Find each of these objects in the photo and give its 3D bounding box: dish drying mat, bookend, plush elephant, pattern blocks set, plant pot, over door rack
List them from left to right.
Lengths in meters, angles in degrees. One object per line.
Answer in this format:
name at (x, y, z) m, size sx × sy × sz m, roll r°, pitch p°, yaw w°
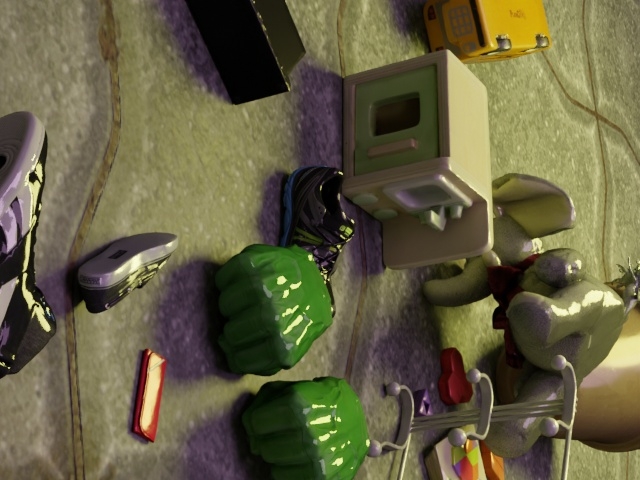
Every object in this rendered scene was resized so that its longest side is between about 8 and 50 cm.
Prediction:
dish drying mat at (-0.159, 0.144, 1.325) m, size 0.032 × 0.008 × 0.083 m, roll 43°, pitch 43°, yaw -49°
bookend at (-0.069, -0.260, 1.584) m, size 0.156 × 0.072 × 0.157 m, roll 66°, pitch 29°, yaw -23°
pattern blocks set at (0.191, 0.334, 1.877) m, size 0.285 × 0.026 × 0.324 m, roll -46°, pitch 120°, yaw -57°
over door rack at (0.171, 0.286, 1.630) m, size 0.108 × 0.240 × 0.324 m, roll 51°, pitch 37°, yaw -44°
plush elephant at (0.268, 0.067, 1.904) m, size 0.330 × 0.255 × 0.271 m, roll -36°, pitch 144°, yaw -31°
plant pot at (0.387, 0.199, 2.092) m, size 0.229 × 0.263 × 0.263 m, roll -6°, pitch 84°, yaw -45°

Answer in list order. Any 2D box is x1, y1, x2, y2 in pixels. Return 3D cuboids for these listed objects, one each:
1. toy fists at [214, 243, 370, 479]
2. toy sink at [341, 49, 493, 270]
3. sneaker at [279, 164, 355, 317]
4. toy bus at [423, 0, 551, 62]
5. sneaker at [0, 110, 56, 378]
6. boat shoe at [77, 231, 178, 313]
toy fists at (-0.035, 0.139, 1.470) m, size 0.142 × 0.096 × 0.279 m, roll -24°, pitch 99°, yaw -72°
toy sink at (0.119, -0.100, 1.785) m, size 0.131 × 0.153 × 0.234 m, roll 33°, pitch 53°, yaw -53°
sneaker at (0.000, 0.000, 1.601) m, size 0.067 × 0.078 × 0.188 m, roll 30°, pitch 54°, yaw -54°
toy bus at (0.256, -0.330, 2.150) m, size 0.333 × 0.130 × 0.108 m, roll -18°, pitch 96°, yaw -62°
sneaker at (-0.253, 0.012, 1.143) m, size 0.121 × 0.079 × 0.216 m, roll 51°, pitch 46°, yaw -45°
boat shoe at (-0.177, 0.027, 1.305) m, size 0.142 × 0.049 × 0.040 m, roll -34°, pitch 128°, yaw -59°
